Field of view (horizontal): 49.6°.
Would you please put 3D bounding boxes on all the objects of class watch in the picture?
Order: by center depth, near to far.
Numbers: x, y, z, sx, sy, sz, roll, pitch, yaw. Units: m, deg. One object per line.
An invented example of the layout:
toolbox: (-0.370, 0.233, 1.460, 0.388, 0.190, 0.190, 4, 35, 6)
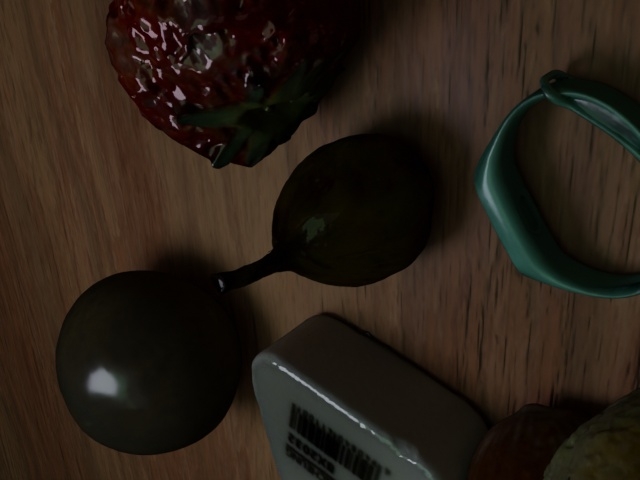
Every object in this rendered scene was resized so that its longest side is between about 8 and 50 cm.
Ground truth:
watch: (0.260, -0.051, 0.701, 0.195, 0.068, 0.237, -25, 94, 44)

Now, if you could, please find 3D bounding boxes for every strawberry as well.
strawberry: (-0.117, -0.263, 0.776, 0.310, 0.292, 0.292, 47, 134, 1)

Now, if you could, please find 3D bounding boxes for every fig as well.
fig: (-0.008, -0.032, 0.809, 0.190, 0.290, 0.190, 13, 105, 59)

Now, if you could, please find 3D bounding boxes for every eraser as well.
eraser: (0.078, 0.282, 0.970, 0.331, 0.150, 0.331, 18, 121, 32)

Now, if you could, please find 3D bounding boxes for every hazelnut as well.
hazelnut: (0.270, 0.294, 0.801, 0.214, 0.176, 0.214, -5, 76, 20)

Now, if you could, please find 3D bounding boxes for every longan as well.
longan: (-0.288, 0.198, 1.155, 0.319, 0.319, 0.319, 19, 122, 33)

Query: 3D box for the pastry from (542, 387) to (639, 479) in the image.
pastry: (0.361, 0.290, 0.642, 0.329, 0.329, 0.136, 59, 178, 1)
